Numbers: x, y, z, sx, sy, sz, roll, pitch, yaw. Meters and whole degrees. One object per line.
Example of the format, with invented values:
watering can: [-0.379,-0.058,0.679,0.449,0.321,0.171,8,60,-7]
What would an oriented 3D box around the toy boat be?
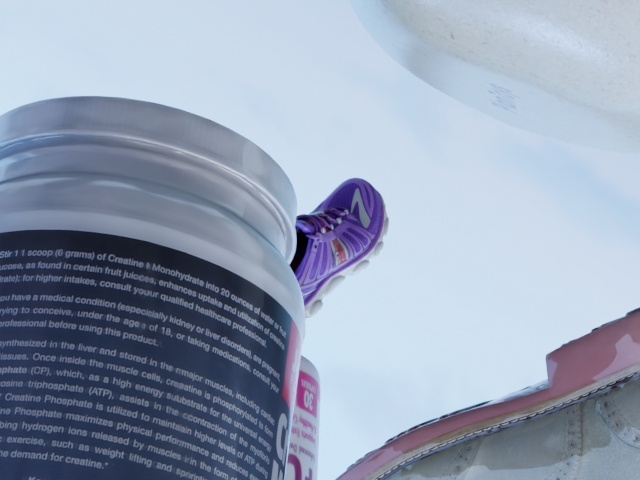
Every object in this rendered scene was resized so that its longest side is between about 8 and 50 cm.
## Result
toy boat: [0.162,-0.097,0.687,0.318,0.148,0.267,22,180,2]

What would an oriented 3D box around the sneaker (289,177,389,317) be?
sneaker: [0.000,0.000,1.410,0.068,0.071,0.170,17,-135,25]

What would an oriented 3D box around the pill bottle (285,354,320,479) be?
pill bottle: [-0.083,0.229,1.336,0.160,0.283,0.160,2,158,1]

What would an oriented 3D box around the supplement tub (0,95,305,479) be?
supplement tub: [-0.109,0.090,0.823,0.191,0.272,0.191,6,152,3]

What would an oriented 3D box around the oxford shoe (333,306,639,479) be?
oxford shoe: [0.120,0.152,1.037,0.123,0.348,0.130,-11,-109,-54]
